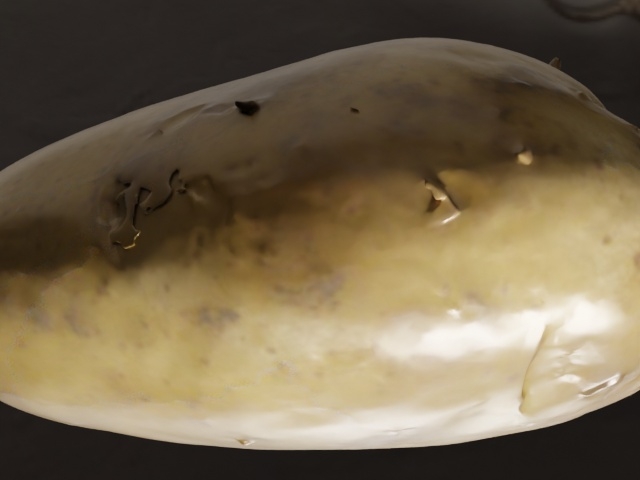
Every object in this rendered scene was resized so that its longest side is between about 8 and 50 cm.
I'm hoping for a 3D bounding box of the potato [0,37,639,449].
[{"bbox_3d":[0.001,0.001,0.579,0.161,0.235,0.128,20,64,-59],"label":"potato"}]
